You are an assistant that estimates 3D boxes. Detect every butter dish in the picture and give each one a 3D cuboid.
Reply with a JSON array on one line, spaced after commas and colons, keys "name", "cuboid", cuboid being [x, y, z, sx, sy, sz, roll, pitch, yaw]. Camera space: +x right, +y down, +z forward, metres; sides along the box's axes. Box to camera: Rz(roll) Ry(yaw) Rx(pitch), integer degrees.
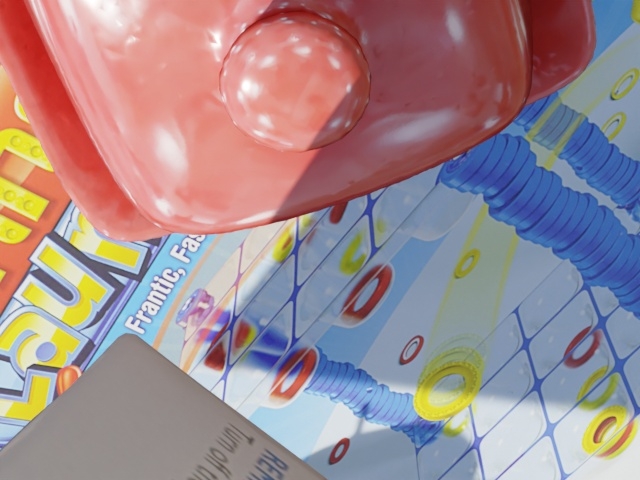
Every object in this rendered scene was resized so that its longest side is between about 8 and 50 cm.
[{"name": "butter dish", "cuboid": [-0.011, -0.062, 0.498, 0.160, 0.118, 0.160, -19, 121, 4]}]

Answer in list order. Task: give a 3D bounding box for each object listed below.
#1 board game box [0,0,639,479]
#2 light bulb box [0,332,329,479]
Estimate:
[{"name": "board game box", "cuboid": [0.000, 0.000, 0.681, 0.302, 0.086, 0.308, 27, 106, -21]}, {"name": "light bulb box", "cuboid": [-0.014, 0.277, 0.331, 0.361, 0.225, 0.358, 38, 107, 0]}]
